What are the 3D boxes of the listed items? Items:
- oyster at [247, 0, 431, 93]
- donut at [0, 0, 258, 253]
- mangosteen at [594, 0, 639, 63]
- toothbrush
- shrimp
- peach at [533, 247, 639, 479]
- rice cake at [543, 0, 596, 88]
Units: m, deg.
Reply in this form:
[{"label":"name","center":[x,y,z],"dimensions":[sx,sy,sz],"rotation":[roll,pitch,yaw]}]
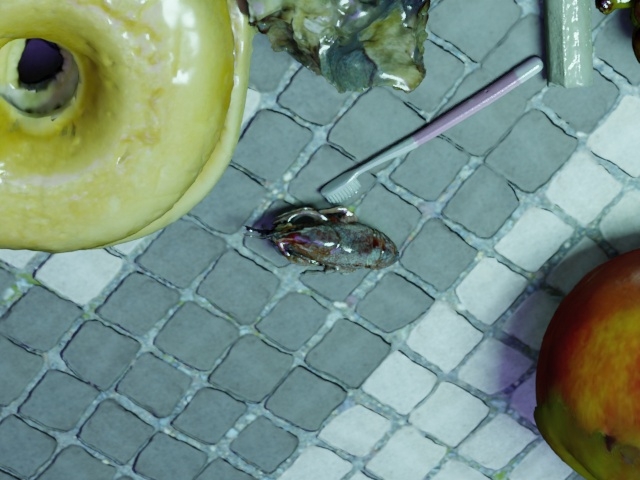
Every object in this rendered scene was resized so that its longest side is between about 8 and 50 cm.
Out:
[{"label":"oyster","center":[0.029,-0.229,1.498],"dimensions":[0.221,0.096,0.361],"rotation":[-29,149,-10]},{"label":"donut","center":[-0.269,-0.180,1.502],"dimensions":[0.448,0.198,0.449],"rotation":[-4,121,-6]},{"label":"mangosteen","center":[0.405,-0.242,1.599],"dimensions":[0.172,0.172,0.184],"rotation":[-38,99,13]},{"label":"toothbrush","center":[0.125,-0.121,1.703],"dimensions":[0.286,0.020,0.025],"rotation":[-32,128,11]},{"label":"shrimp","center":[0.000,0.001,1.728],"dimensions":[0.190,0.073,0.075],"rotation":[4,77,-22]},{"label":"peach","center":[0.430,0.147,1.736],"dimensions":[0.370,0.370,0.370],"rotation":[-4,121,-7]},{"label":"rice cake","center":[0.259,-0.275,1.611],"dimensions":[0.052,0.057,0.256],"rotation":[-25,123,-30]}]
